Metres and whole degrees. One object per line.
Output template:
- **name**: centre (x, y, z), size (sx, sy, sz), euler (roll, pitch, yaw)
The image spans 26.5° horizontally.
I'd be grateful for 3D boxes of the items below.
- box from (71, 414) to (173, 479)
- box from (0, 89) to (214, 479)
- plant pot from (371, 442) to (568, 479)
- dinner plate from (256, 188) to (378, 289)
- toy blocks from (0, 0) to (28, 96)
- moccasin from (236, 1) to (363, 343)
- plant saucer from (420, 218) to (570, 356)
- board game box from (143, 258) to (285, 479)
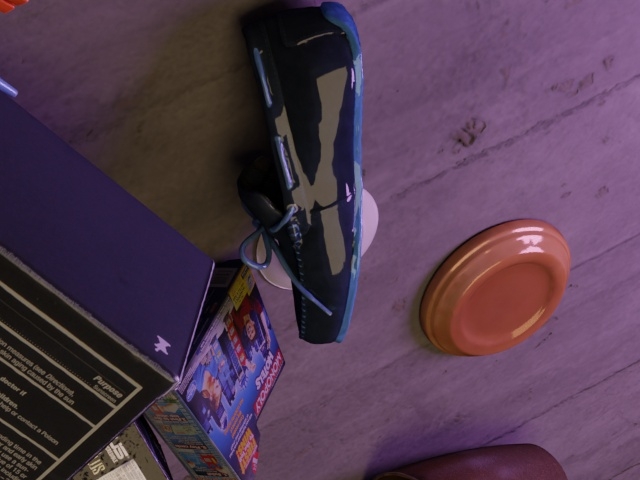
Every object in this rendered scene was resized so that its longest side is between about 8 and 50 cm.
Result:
- **box**: centre (-0.215, 0.169, 1.285), size (0.077, 0.147, 0.180), euler (-30, 107, -6)
- **box**: centre (-0.290, 0.057, 1.042), size (0.296, 0.183, 0.294), euler (40, 117, -17)
- **plant pot**: centre (0.207, 0.355, 1.748), size (0.230, 0.215, 0.215), euler (-21, 137, -36)
- **dinner plate**: centre (0.000, 0.000, 1.417), size (0.141, 0.017, 0.141), euler (-16, 135, -17)
- **toy blocks**: centre (-0.278, -0.171, 1.058), size (0.123, 0.054, 0.148), euler (-45, 137, 11)
- **moccasin**: centre (-0.025, -0.060, 1.282), size (0.117, 0.138, 0.342), euler (-4, 114, -7)
- **plant saucer**: centre (0.212, 0.064, 1.593), size (0.200, 0.037, 0.200), euler (-18, 135, -19)
- **board game box**: centre (-0.104, 0.152, 1.368), size (0.060, 0.194, 0.194), euler (0, 127, 23)
